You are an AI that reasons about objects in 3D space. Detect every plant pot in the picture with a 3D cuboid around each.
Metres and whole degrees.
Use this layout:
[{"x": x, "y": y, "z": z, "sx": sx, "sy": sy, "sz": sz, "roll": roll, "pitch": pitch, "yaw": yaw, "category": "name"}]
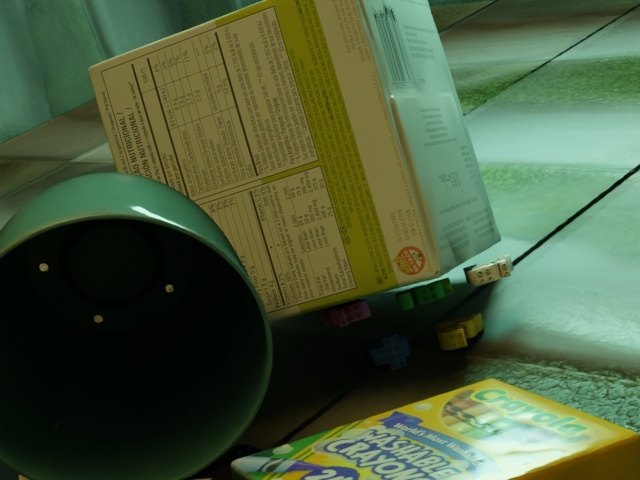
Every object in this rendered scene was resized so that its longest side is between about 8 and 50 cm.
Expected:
[{"x": -0.205, "y": 0.066, "z": 1.245, "sx": 0.293, "sy": 0.293, "sz": 0.235, "roll": -18, "pitch": 25, "yaw": -1, "category": "plant pot"}]

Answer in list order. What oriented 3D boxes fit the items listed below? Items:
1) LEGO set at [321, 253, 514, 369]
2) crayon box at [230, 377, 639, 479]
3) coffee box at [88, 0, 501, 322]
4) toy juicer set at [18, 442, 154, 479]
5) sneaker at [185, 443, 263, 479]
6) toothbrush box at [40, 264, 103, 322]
[{"x": 0.120, "y": 0.090, "z": 1.407, "sx": 0.227, "sy": 0.087, "sz": 0.093, "roll": -17, "pitch": 4, "yaw": 3, "category": "LEGO set"}, {"x": 0.115, "y": 0.198, "z": 1.030, "sx": 0.322, "sy": 0.083, "sz": 0.203, "roll": -13, "pitch": 13, "yaw": -27, "category": "crayon box"}, {"x": -0.018, "y": -0.094, "z": 1.494, "sx": 0.334, "sy": 0.338, "sz": 0.337, "roll": -17, "pitch": 0, "yaw": 20, "category": "coffee box"}, {"x": -0.193, "y": 0.215, "z": 1.386, "sx": 0.209, "sy": 0.090, "sz": 0.329, "roll": 1, "pitch": 18, "yaw": 0, "category": "toy juicer set"}, {"x": -0.059, "y": 0.238, "z": 1.187, "sx": 0.216, "sy": 0.079, "sz": 0.121, "roll": -6, "pitch": 24, "yaw": 33, "category": "sneaker"}, {"x": -0.381, "y": 0.134, "z": 1.491, "sx": 0.216, "sy": 0.126, "sz": 0.295, "roll": -48, "pitch": 15, "yaw": -26, "category": "toothbrush box"}]
